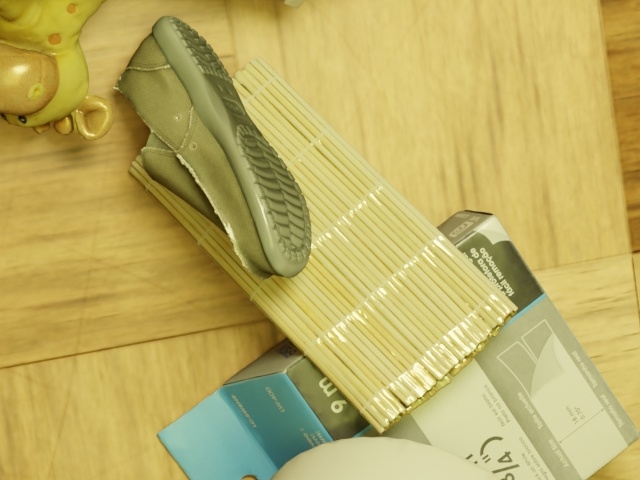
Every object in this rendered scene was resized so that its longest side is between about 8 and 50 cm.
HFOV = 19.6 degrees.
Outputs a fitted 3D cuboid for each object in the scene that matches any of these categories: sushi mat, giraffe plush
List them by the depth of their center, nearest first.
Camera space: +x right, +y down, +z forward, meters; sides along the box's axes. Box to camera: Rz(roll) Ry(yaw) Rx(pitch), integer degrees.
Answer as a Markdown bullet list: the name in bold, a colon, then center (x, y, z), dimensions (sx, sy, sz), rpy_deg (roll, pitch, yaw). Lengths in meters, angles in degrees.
- **giraffe plush**: center (-0.236, -0.168, 1.470), dimensions (0.210, 0.181, 0.170), rpy_deg (-2, 109, -47)
- **sushi mat**: center (0.000, 0.000, 1.523), dimensions (0.151, 0.019, 0.316), rpy_deg (-43, 75, -9)

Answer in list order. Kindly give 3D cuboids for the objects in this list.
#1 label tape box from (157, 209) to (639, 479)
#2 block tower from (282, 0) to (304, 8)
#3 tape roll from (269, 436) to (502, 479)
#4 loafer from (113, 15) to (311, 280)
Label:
- **label tape box**: center (0.069, 0.167, 1.583), dimensions (0.334, 0.106, 0.240), rpy_deg (-36, 101, -8)
- **block tower**: center (-0.116, -0.285, 1.435), dimensions (0.335, 0.091, 0.097), rpy_deg (17, 134, -35)
- **tape roll**: center (0.058, 0.302, 1.508), dimensions (0.286, 0.100, 0.286), rpy_deg (10, 124, 15)
- **loafer**: center (-0.089, -0.063, 1.501), dimensions (0.087, 0.094, 0.251), rpy_deg (-36, 63, 16)
